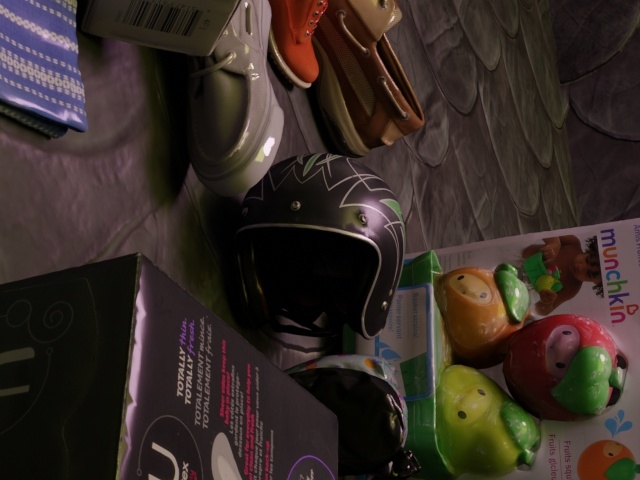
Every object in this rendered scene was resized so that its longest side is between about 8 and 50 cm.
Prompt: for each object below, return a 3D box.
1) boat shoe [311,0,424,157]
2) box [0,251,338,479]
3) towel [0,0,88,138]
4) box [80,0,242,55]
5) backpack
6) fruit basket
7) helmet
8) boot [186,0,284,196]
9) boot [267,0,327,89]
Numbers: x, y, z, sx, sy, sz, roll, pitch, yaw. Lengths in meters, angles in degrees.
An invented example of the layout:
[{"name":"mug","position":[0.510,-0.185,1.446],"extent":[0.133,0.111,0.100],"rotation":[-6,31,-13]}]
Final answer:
[{"name":"boat shoe","position":[0.033,-0.254,1.376],"extent":[0.122,0.120,0.324],"rotation":[-73,146,-59]},{"name":"box","position":[-0.106,0.147,0.755],"extent":[0.270,0.143,0.165],"rotation":[48,36,-52]},{"name":"towel","position":[-0.234,-0.258,0.809],"extent":[0.243,0.040,0.336],"rotation":[31,50,-62]},{"name":"box","position":[-0.125,-0.292,0.974],"extent":[0.113,0.094,0.275],"rotation":[10,61,-20]},{"name":"backpack","position":[0.019,0.160,1.082],"extent":[0.182,0.152,0.115],"rotation":[39,51,-77]},{"name":"fruit basket","position":[0.193,0.122,1.255],"extent":[0.165,0.353,0.327],"rotation":[54,31,-49]},{"name":"helmet","position":[0.000,0.000,1.096],"extent":[0.169,0.169,0.161],"rotation":[-41,133,-67]},{"name":"boot","position":[-0.102,-0.165,1.048],"extent":[0.123,0.095,0.258],"rotation":[46,28,-44]},{"name":"boot","position":[-0.020,-0.234,1.288],"extent":[0.059,0.085,0.158],"rotation":[-83,156,-53]}]
